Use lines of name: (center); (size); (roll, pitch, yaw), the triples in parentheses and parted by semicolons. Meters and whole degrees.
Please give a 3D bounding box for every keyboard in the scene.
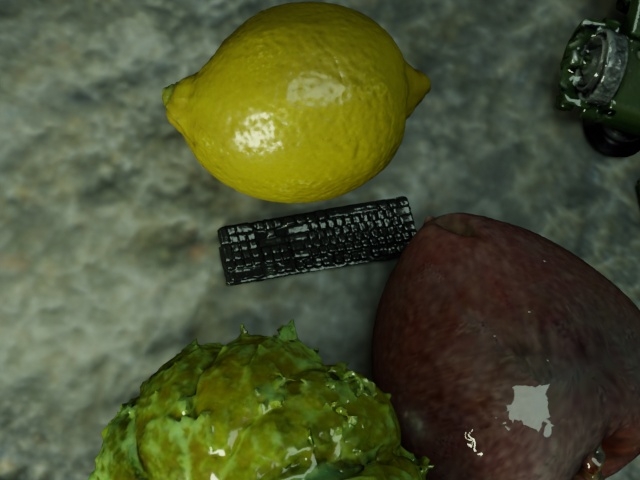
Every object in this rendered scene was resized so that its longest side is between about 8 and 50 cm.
keyboard: (0.000, 0.000, 1.277); (0.195, 0.018, 0.060); (-10, 79, -17)

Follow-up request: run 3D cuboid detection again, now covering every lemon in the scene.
lemon: (-0.018, -0.122, 1.210); (0.244, 0.187, 0.187); (-8, 81, -14)

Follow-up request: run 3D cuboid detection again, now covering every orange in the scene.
orange: (-0.052, 0.222, 1.100); (0.300, 0.223, 0.301); (-28, 78, 19)

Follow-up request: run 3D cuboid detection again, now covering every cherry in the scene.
cherry: (0.165, 0.115, 1.193); (0.261, 0.221, 0.307); (-22, 72, -31)

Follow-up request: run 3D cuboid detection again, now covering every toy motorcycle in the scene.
toy motorcycle: (0.353, -0.216, 1.366); (0.205, 0.127, 0.275); (15, 82, -10)

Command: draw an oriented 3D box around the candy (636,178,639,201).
candy: (0.376, 0.020, 1.330); (0.062, 0.097, 0.195); (-5, 80, -19)
